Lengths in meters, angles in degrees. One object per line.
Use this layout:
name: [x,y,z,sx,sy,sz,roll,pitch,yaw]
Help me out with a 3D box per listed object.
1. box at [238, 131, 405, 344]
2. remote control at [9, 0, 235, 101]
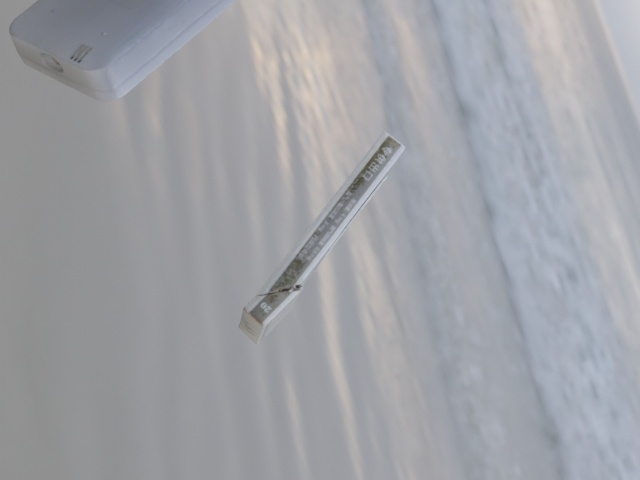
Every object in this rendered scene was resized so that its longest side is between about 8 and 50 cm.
box: [0.000,0.000,1.354,0.029,0.198,0.109,37,-12,2]
remote control: [-0.084,-0.186,1.023,0.103,0.250,0.034,26,-31,37]
